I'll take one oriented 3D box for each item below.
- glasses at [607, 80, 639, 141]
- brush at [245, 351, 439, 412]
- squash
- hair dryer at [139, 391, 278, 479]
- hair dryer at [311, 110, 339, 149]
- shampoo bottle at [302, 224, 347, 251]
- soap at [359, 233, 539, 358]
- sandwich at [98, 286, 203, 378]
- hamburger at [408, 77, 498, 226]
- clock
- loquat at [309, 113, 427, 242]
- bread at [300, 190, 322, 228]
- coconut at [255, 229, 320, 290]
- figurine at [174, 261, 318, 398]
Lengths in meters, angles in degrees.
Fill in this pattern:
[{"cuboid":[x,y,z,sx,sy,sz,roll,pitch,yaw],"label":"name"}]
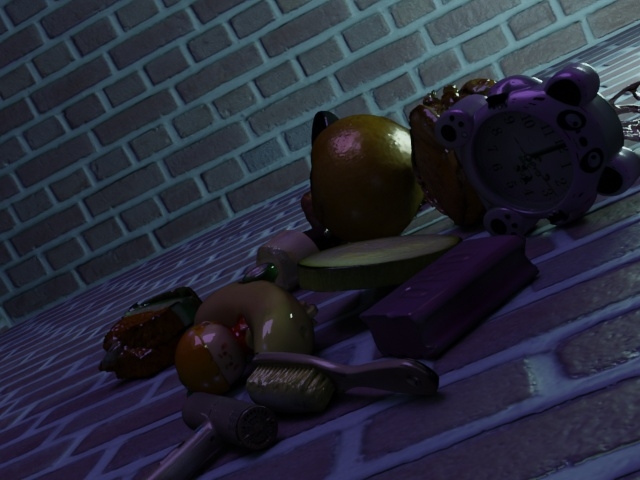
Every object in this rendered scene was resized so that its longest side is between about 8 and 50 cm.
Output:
[{"cuboid":[0.504,-0.216,1.306,0.162,0.095,0.255,-16,21,-8],"label":"glasses"},{"cuboid":[0.012,0.170,0.905,0.313,0.072,0.067,-10,42,50],"label":"brush"},{"cuboid":[0.088,0.035,1.203,0.252,0.048,0.252,-8,7,1],"label":"squash"},{"cuboid":[-0.174,0.266,0.936,0.220,0.053,0.195,-39,13,-25],"label":"hair dryer"},{"cuboid":[0.111,-0.200,1.984,0.321,0.155,0.284,1,-23,-23],"label":"hair dryer"},{"cuboid":[0.002,0.001,1.770,0.236,0.067,0.068,-19,22,39],"label":"shampoo bottle"},{"cuboid":[0.160,0.068,0.991,0.203,0.065,0.122,-32,11,-30],"label":"soap"},{"cuboid":[-0.319,0.185,1.560,0.292,0.109,0.212,-23,17,37],"label":"sandwich"},{"cuboid":[0.272,-0.166,1.411,0.211,0.245,0.260,-28,1,-5],"label":"hamburger"},{"cuboid":[0.308,-0.128,1.133,0.248,0.227,0.090,-19,15,49],"label":"clock"},{"cuboid":[0.089,-0.117,1.583,0.263,0.263,0.263,-26,10,5],"label":"loquat"},{"cuboid":[0.054,-0.083,1.884,0.190,0.122,0.244,-23,8,-6],"label":"bread"},{"cuboid":[-0.059,0.037,1.611,0.122,0.116,0.116,-32,11,-37],"label":"coconut"},{"cuboid":[-0.119,0.144,1.184,0.222,0.124,0.324,-29,14,-13],"label":"figurine"}]
